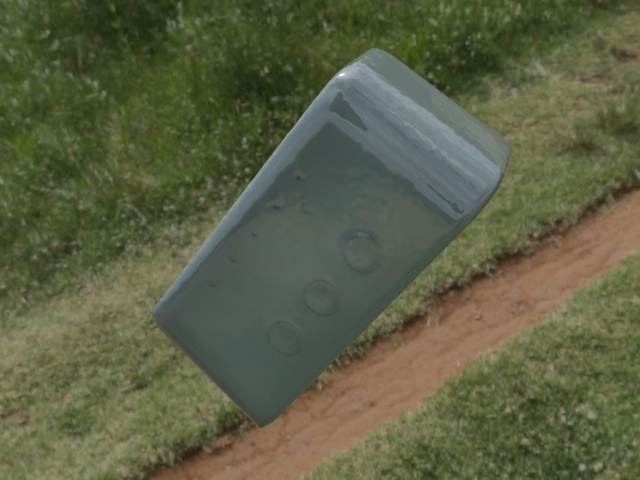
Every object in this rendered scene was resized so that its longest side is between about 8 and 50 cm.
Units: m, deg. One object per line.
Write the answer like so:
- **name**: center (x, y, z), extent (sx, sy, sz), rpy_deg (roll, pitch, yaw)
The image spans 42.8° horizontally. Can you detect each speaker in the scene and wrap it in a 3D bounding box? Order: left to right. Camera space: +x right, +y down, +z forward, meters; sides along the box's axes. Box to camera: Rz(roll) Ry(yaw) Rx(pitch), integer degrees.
- **speaker**: center (0.000, 0.000, 0.878), extent (0.184, 0.406, 0.183), rpy_deg (40, 28, -2)
